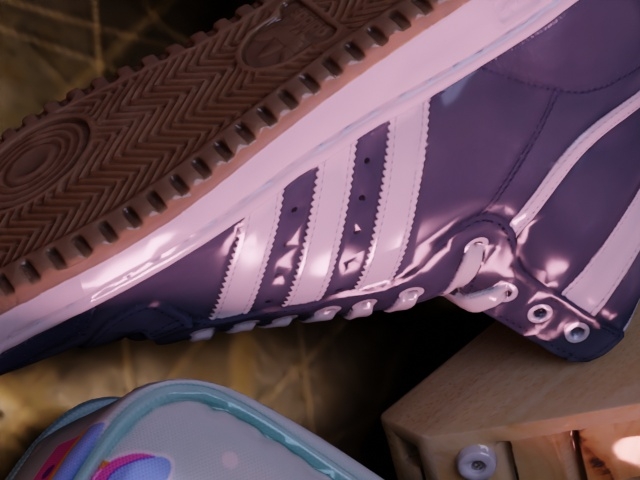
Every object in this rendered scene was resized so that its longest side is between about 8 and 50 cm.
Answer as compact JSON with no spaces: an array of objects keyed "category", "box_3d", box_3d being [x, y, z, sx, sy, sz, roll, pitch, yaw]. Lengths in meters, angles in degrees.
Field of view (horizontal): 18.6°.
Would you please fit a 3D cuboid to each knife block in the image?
[{"category":"knife block","box_3d":[0.166,0.016,0.755,0.275,0.242,0.088,-11,121,9]}]

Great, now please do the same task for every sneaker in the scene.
[{"category":"sneaker","box_3d":[0.000,0.000,0.653,0.282,0.099,0.153,-32,125,-3]}]

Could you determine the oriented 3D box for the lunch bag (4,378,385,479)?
[{"category":"lunch bag","box_3d":[-0.005,0.186,0.618,0.279,0.108,0.224,37,64,-14]}]
